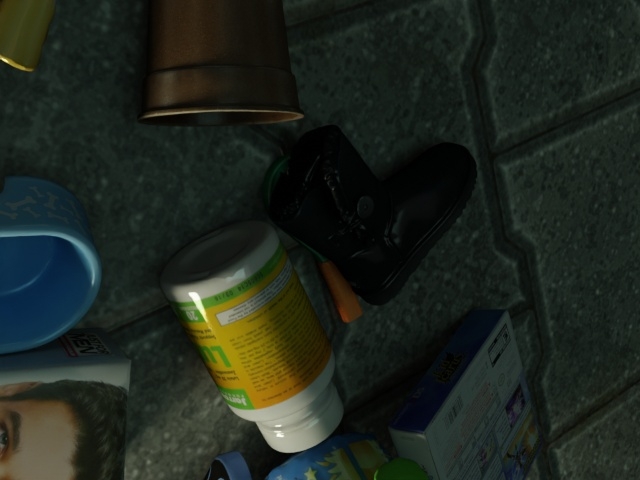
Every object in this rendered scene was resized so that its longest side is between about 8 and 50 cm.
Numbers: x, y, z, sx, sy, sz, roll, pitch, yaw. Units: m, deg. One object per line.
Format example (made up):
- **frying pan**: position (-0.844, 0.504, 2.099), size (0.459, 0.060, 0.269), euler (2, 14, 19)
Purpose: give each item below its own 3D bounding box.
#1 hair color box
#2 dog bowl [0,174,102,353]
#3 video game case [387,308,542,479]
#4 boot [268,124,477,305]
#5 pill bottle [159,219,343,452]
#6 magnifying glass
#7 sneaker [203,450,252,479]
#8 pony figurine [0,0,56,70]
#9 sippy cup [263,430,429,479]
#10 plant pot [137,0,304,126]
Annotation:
- **hair color box**: position (-0.376, 0.194, 0.677), size (0.374, 0.113, 0.185), euler (0, 100, -31)
- **dog bowl**: position (-0.330, 0.032, 0.641), size (0.297, 0.074, 0.166), euler (-3, 123, -42)
- **video game case**: position (0.207, 0.267, 1.004), size (0.269, 0.061, 0.244), euler (-41, 119, -44)
- **boot**: position (0.068, -0.070, 0.869), size (0.246, 0.094, 0.207), euler (-54, 129, -13)
- **pill bottle**: position (-0.065, 0.113, 0.825), size (0.136, 0.136, 0.245), euler (-34, 115, -20)
- **magnifying glass**: position (0.000, 0.000, 0.905), size (0.092, 0.026, 0.231), euler (-32, 115, -21)
- **sneaker**: position (-0.142, 0.363, 0.866), size (0.090, 0.081, 0.232), euler (4, 99, -37)
- **pony figurine**: position (-0.181, -0.346, 0.578), size (0.303, 0.351, 0.363), euler (28, 105, -28)
- **sippy cup**: position (0.039, 0.357, 0.861), size (0.305, 0.224, 0.240), euler (-39, 150, 18)
- **plant pot**: position (-0.101, -0.202, 0.734), size (0.167, 0.167, 0.165), euler (-4, 95, -29)
